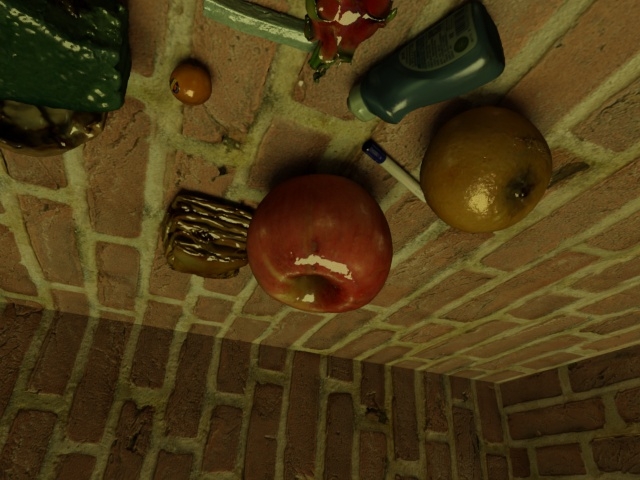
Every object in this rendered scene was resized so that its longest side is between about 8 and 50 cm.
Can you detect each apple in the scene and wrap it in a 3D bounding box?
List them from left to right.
[{"bbox_3d":[0.000,0.000,1.114,0.365,0.363,0.363,2,149,1],"label":"apple"}]

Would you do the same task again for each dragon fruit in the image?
[{"bbox_3d":[0.033,-0.345,0.685,0.135,0.137,0.235,27,126,-10],"label":"dragon fruit"}]

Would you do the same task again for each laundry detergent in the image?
[{"bbox_3d":[0.170,-0.290,0.789,0.290,0.143,0.094,-19,150,39],"label":"laundry detergent"}]

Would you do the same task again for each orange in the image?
[{"bbox_3d":[-0.253,-0.304,0.859,0.084,0.083,0.083,2,149,1],"label":"orange"}]

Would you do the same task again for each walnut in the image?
[{"bbox_3d":[-0.558,-0.251,0.875,0.239,0.203,0.141,16,161,-19],"label":"walnut"}]

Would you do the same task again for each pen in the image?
[{"bbox_3d":[0.197,-0.166,1.093,0.033,0.033,0.269,-24,140,37],"label":"pen"}]

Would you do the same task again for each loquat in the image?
[{"bbox_3d":[0.339,-0.143,0.908,0.264,0.262,0.263,2,149,1],"label":"loquat"}]

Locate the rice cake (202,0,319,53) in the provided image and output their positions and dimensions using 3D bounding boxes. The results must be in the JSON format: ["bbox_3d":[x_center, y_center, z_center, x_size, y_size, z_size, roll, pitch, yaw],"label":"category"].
[{"bbox_3d":[-0.078,-0.372,0.764,0.246,0.042,0.045,11,151,-14],"label":"rice cake"}]

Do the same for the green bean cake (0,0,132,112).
[{"bbox_3d":[-0.468,-0.364,0.687,0.309,0.168,0.300,7,151,-15],"label":"green bean cake"}]

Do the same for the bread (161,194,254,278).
[{"bbox_3d":[-0.345,0.020,1.325,0.278,0.166,0.324,15,146,-19],"label":"bread"}]
